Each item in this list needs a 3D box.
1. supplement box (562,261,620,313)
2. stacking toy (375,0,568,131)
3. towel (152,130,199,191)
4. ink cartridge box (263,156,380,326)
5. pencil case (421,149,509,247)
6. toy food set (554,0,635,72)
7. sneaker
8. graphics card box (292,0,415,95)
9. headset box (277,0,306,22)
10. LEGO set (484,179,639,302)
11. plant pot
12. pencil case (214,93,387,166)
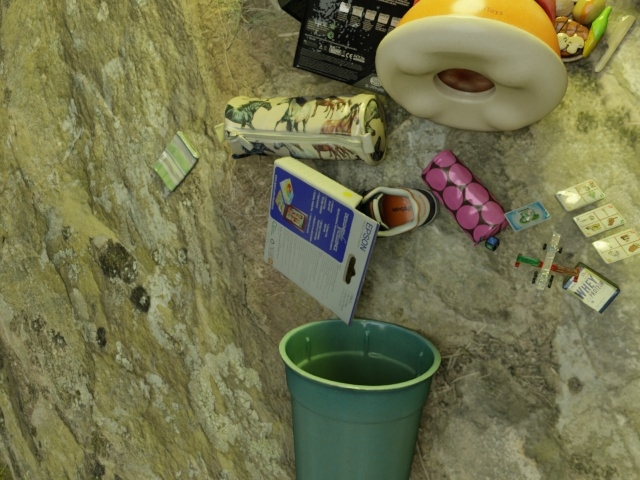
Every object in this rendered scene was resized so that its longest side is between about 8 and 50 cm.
[{"bbox_3d":[0.525,0.089,0.955,0.083,0.083,0.056,38,109,21],"label":"supplement box"},{"bbox_3d":[0.333,-0.486,0.951,0.351,0.350,0.479,14,81,26],"label":"stacking toy"},{"bbox_3d":[-0.434,-0.236,1.467,0.152,0.023,0.113,-45,72,22],"label":"towel"},{"bbox_3d":[0.000,0.000,1.152,0.307,0.072,0.303,33,131,26],"label":"ink cartridge box"},{"bbox_3d":[0.306,-0.091,1.060,0.209,0.095,0.098,56,137,16],"label":"pencil case"},{"bbox_3d":[0.495,-0.423,0.971,0.192,0.038,0.132,33,107,22],"label":"toy food set"},{"bbox_3d":[0.103,-0.059,1.144,0.321,0.127,0.126,-14,88,29],"label":"sneaker"},{"bbox_3d":[0.095,-0.523,1.041,0.233,0.094,0.370,19,118,7],"label":"graphics card box"},{"bbox_3d":[-0.015,-0.717,1.167,0.246,0.131,0.283,-23,82,25],"label":"headset box"},{"bbox_3d":[0.456,0.002,0.952,0.244,0.060,0.182,-22,54,5],"label":"LEGO set"},{"bbox_3d":[0.076,0.388,1.085,0.341,0.341,0.334,9,105,27],"label":"plant pot"},{"bbox_3d":[-0.039,-0.265,1.173,0.411,0.183,0.159,8,132,26],"label":"pencil case"}]
